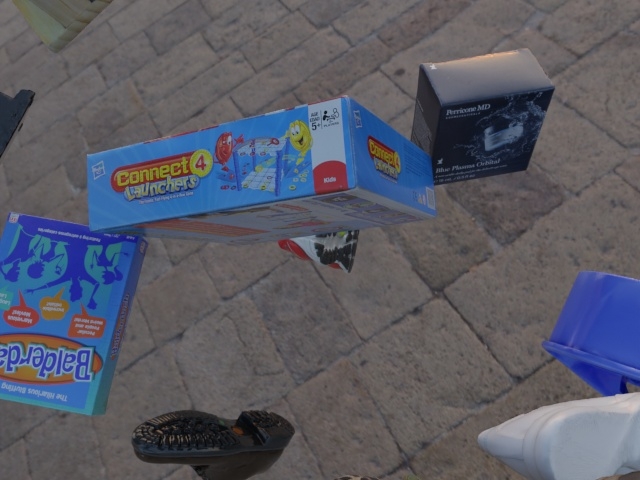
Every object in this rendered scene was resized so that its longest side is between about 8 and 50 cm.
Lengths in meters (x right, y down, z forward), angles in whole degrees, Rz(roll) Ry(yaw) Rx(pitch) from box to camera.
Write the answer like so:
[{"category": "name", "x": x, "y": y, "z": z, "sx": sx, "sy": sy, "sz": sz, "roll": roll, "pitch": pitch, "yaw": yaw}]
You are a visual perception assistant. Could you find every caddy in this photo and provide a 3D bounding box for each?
[{"category": "caddy", "x": 0.493, "y": 0.174, "z": 0.848, "sx": 0.341, "sy": 0.241, "sz": 0.179, "roll": 16, "pitch": 83, "yaw": 48}]

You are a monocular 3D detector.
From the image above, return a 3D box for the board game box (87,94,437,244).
[{"category": "board game box", "x": -0.048, "y": -0.060, "z": 0.707, "sx": 0.302, "sy": 0.308, "sz": 0.086, "roll": -7, "pitch": 84, "yaw": 23}]

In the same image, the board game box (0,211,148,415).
[{"category": "board game box", "x": -0.307, "y": 0.083, "z": 0.697, "sx": 0.160, "sy": 0.047, "sz": 0.210, "roll": 9, "pitch": 77, "yaw": 2}]

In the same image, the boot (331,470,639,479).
[{"category": "boot", "x": 0.044, "y": 0.300, "z": 0.324, "sx": 0.284, "sy": 0.138, "sz": 0.377, "roll": -21, "pitch": 37, "yaw": 53}]

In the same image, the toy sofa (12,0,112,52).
[{"category": "toy sofa", "x": -0.265, "y": -0.302, "z": 0.403, "sx": 0.177, "sy": 0.362, "sz": 0.150, "roll": -41, "pitch": 75, "yaw": 5}]

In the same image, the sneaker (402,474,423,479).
[{"category": "sneaker", "x": 0.190, "y": 0.392, "z": 0.875, "sx": 0.086, "sy": 0.064, "sz": 0.192, "roll": -56, "pitch": 25, "yaw": 5}]

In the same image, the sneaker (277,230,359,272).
[{"category": "sneaker", "x": 0.000, "y": 0.000, "z": 1.212, "sx": 0.119, "sy": 0.279, "sz": 0.107, "roll": 10, "pitch": 85, "yaw": 22}]

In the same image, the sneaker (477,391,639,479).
[{"category": "sneaker", "x": 0.227, "y": 0.160, "z": 0.493, "sx": 0.094, "sy": 0.212, "sz": 0.080, "roll": -20, "pitch": 63, "yaw": 60}]

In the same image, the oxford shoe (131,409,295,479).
[{"category": "oxford shoe", "x": -0.136, "y": 0.270, "z": 0.751, "sx": 0.083, "sy": 0.227, "sz": 0.096, "roll": 34, "pitch": 102, "yaw": 49}]

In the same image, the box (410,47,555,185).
[{"category": "box", "x": 0.218, "y": -0.169, "z": 0.839, "sx": 0.156, "sy": 0.158, "sz": 0.093, "roll": -10, "pitch": 53, "yaw": -5}]

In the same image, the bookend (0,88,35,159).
[{"category": "bookend", "x": -0.336, "y": -0.078, "z": 0.462, "sx": 0.072, "sy": 0.157, "sz": 0.156, "roll": -20, "pitch": 49, "yaw": 53}]
